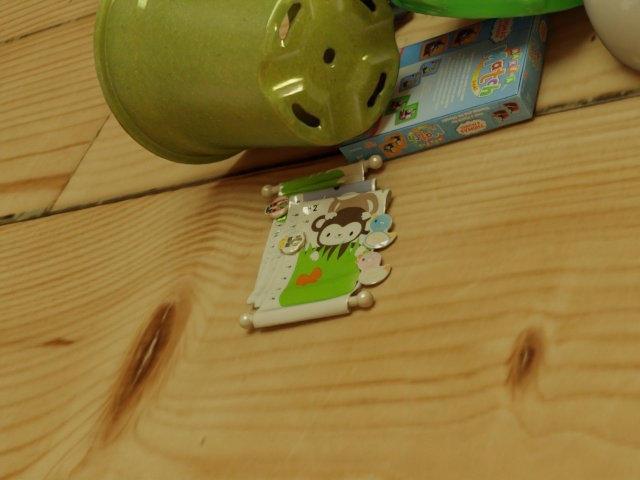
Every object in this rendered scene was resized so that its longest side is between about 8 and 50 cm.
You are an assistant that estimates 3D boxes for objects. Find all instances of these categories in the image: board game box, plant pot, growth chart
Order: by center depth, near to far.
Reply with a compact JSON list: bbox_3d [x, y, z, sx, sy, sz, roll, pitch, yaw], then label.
[{"bbox_3d":[0.000,0.000,1.394,0.172,0.021,0.237,-18,37,23],"label":"growth chart"},{"bbox_3d":[0.133,-0.165,1.464,0.211,0.039,0.160,-15,38,31],"label":"board game box"},{"bbox_3d":[-0.061,-0.202,1.470,0.276,0.276,0.254,-48,35,-20],"label":"plant pot"}]

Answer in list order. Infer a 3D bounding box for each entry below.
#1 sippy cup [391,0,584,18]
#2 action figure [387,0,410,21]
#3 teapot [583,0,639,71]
[{"bbox_3d":[0.182,-0.368,1.436,0.240,0.224,0.305,2,23,14],"label":"sippy cup"},{"bbox_3d":[0.086,-0.421,1.719,0.330,0.179,0.341,-22,36,3],"label":"action figure"},{"bbox_3d":[0.346,-0.288,1.293,0.256,0.187,0.252,15,58,49],"label":"teapot"}]
